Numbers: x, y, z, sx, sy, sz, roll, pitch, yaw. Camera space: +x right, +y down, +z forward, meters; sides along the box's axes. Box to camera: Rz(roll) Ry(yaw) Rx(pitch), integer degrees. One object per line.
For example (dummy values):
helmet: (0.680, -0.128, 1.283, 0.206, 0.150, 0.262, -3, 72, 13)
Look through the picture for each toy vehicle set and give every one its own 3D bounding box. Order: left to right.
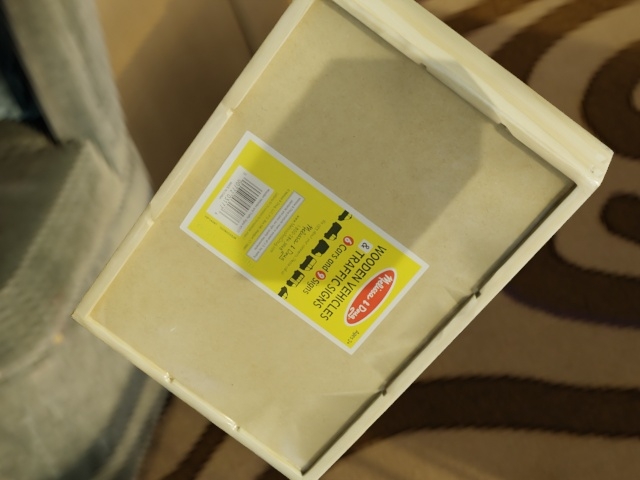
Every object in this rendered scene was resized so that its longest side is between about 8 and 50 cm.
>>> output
toy vehicle set: (0.000, 0.000, 0.795, 0.267, 0.166, 0.035, -50, 5, 35)
